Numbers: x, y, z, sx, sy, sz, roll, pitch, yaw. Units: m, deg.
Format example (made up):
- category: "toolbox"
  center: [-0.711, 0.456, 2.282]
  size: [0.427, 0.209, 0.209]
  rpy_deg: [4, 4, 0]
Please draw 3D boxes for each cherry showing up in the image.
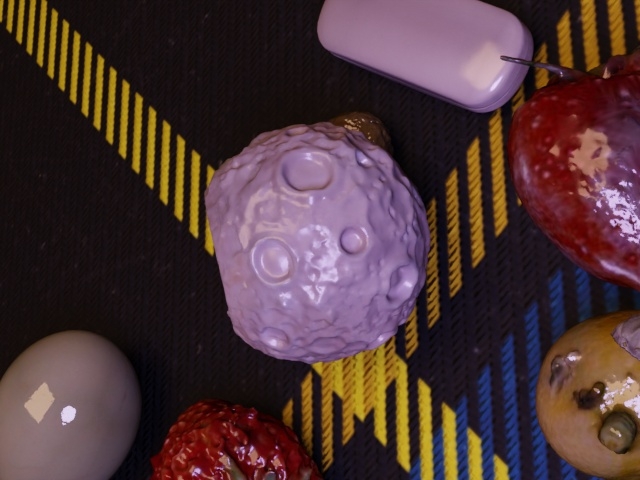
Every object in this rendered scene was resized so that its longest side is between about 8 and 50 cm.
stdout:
- category: "cherry"
  center: [0.275, -0.057, 1.038]
  size: [0.175, 0.192, 0.249]
  rpy_deg: [117, 141, -57]

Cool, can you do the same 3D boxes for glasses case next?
- category: "glasses case"
  center: [0.112, -0.233, 1.291]
  size: [0.297, 0.075, 0.113]
  rpy_deg: [30, 95, 40]

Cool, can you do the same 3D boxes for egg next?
- category: "egg"
  center: [-0.326, 0.230, 1.434]
  size: [0.186, 0.186, 0.241]
  rpy_deg: [26, 99, 41]

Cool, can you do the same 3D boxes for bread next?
- category: "bread"
  center: [0.035, -0.107, 1.326]
  size: [0.113, 0.060, 0.082]
  rpy_deg: [-16, 68, 33]

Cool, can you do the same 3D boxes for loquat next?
- category: "loquat"
  center: [0.270, 0.137, 0.981]
  size: [0.172, 0.204, 0.149]
  rpy_deg: [-3, 96, 27]

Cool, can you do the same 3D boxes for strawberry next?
- category: "strawberry"
  center: [-0.115, 0.263, 1.271]
  size: [0.205, 0.205, 0.244]
  rpy_deg: [-59, 30, 9]

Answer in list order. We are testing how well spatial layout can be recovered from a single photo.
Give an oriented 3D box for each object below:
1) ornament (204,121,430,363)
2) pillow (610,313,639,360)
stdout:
- category: "ornament"
  center: [0.000, 0.000, 1.200]
  size: [0.225, 0.259, 0.259]
  rpy_deg: [-11, 65, -4]
- category: "pillow"
  center: [0.340, 0.076, 0.927]
  size: [0.131, 0.233, 0.038]
  rpy_deg: [37, 128, 33]
